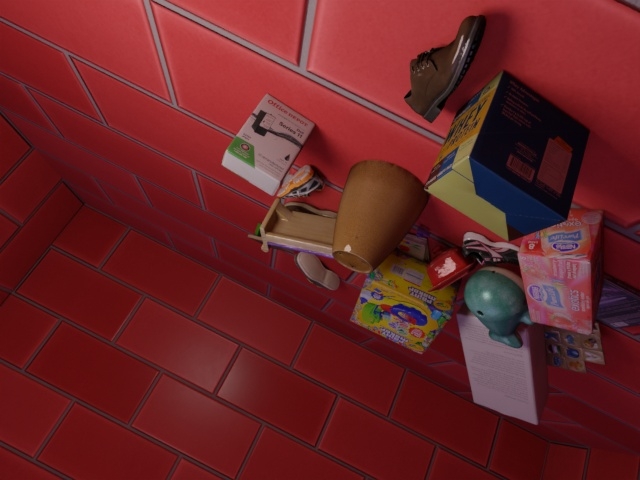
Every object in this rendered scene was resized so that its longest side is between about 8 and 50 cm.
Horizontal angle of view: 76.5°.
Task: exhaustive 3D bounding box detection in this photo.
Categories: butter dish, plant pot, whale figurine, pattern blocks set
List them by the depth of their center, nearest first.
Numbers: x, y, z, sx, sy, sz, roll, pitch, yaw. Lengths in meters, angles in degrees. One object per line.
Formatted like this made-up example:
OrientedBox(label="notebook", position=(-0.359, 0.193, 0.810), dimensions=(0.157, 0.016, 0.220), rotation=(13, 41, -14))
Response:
OrientedBox(label="plant pot", position=(0.135, -0.046, 1.108), dimensions=(0.237, 0.254, 0.237), rotation=(24, 159, 10))
OrientedBox(label="whale figurine", position=(0.505, 0.209, 1.169), dimensions=(0.216, 0.141, 0.271), rotation=(17, 133, 50))
OrientedBox(label="butter dish", position=(0.385, 0.069, 1.238), dimensions=(0.160, 0.160, 0.118), rotation=(-40, 73, 29))
OrientedBox(label="pattern blocks set", position=(0.294, 0.024, 1.382), dimensions=(0.286, 0.026, 0.324), rotation=(23, 158, 12))

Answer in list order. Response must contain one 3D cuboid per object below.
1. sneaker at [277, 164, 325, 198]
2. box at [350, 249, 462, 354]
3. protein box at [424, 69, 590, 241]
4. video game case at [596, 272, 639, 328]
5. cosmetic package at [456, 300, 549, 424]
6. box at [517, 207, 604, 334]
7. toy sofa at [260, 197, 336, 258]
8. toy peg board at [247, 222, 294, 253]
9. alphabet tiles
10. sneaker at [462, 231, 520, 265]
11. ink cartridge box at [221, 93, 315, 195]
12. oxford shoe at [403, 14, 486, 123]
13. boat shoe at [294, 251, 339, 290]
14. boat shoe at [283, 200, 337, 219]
OrientedBox(label="sneaker", position=(-0.068, -0.169, 1.301), dimensions=(0.083, 0.084, 0.215), rotation=(31, 158, -25))
OrientedBox(label="box", position=(0.291, 0.211, 1.428), dimensions=(0.290, 0.177, 0.279), rotation=(24, 140, 11))
OrientedBox(label="protein box", position=(0.333, -0.144, 0.729), dimensions=(0.200, 0.201, 0.136), rotation=(30, 158, -7))
OrientedBox(label="video game case", position=(0.785, 0.162, 1.131), dimensions=(0.275, 0.026, 0.196), rotation=(28, 158, 0))
OrientedBox(label="cosmetic package", position=(0.646, 0.402, 1.421), dimensions=(0.230, 0.161, 0.452), rotation=(8, 127, 42))
OrientedBox(label="box", position=(0.579, 0.076, 0.967), dimensions=(0.142, 0.154, 0.299), rotation=(9, 146, 40))
OrientedBox(label="toy sofa", position=(0.000, 0.000, 1.314), dimensions=(0.364, 0.150, 0.177), rotation=(12, 140, 12))
OrientedBox(label="toy peg board", position=(-0.212, -0.013, 1.841), dimensions=(0.162, 0.079, 0.161), rotation=(13, 170, 33))
OrientedBox(label="alphabet tiles", position=(0.755, 0.318, 1.378), dimensions=(0.343, 0.011, 0.284), rotation=(1, 122, 48))
OrientedBox(label="sneaker", position=(0.483, 0.044, 1.143), dimensions=(0.179, 0.077, 0.072), rotation=(19, 158, 19))
OrientedBox(label="ink cartridge box", position=(-0.128, -0.245, 1.031), dimensions=(0.153, 0.208, 0.087), rotation=(30, 155, -8))
OrientedBox(label="oxford shoe", position=(0.202, -0.297, 0.705), dimensions=(0.096, 0.082, 0.227), rotation=(32, 157, 1))
OrientedBox(label="boat shoe", position=(-0.030, 0.148, 1.919), dimensions=(0.091, 0.109, 0.305), rotation=(-2, 148, 43))
OrientedBox(label="boat shoe", position=(-0.042, -0.072, 1.461), dimensions=(0.258, 0.095, 0.095), rotation=(14, 154, 31))
